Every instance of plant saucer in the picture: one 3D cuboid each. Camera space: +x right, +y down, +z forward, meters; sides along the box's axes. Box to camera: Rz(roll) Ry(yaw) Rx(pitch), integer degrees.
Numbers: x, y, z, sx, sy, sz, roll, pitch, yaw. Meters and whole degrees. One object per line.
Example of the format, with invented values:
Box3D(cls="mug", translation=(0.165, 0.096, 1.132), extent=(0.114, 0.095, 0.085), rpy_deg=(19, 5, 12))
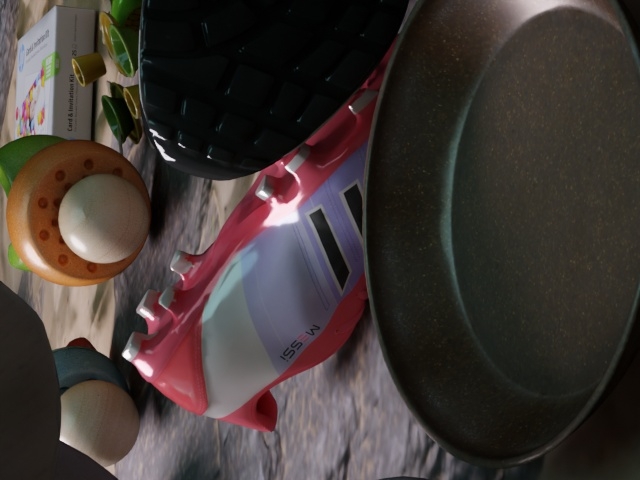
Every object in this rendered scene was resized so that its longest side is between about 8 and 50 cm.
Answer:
Box3D(cls="plant saucer", translation=(0.076, -0.015, 0.619), extent=(0.199, 0.036, 0.198), rpy_deg=(-6, 84, 64))

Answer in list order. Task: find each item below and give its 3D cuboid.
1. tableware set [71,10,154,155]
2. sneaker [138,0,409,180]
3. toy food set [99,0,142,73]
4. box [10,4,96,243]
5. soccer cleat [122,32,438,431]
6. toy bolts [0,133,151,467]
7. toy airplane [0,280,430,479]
Box3D(cls="tableware set", translation=(-0.142, -0.108, 1.146), extent=(0.154, 0.024, 0.104), rpy_deg=(23, 134, 67))
Box3D(cls="sneaker", translation=(-0.010, -0.146, 0.762), extent=(0.124, 0.107, 0.283), rpy_deg=(127, 162, -71))
Box3D(cls="toy food set", translation=(-0.142, -0.185, 1.194), extent=(0.192, 0.039, 0.132), rpy_deg=(-114, 34, -49))
Box3D(cls="box", translation=(-0.225, -0.090, 1.389), extent=(0.145, 0.038, 0.186), rpy_deg=(167, 107, -67))
Box3D(cls="soccer cleat", translation=(0.000, 0.000, 0.785), extent=(0.248, 0.095, 0.083), rpy_deg=(-48, 20, 32))
Box3D(cls="toy bolts", translation=(-0.206, 0.057, 1.135), extent=(0.158, 0.218, 0.228), rpy_deg=(14, 118, 62))
Box3D(cls="toy airplane", translation=(-0.048, 0.162, 0.603), extent=(0.386, 0.272, 0.384), rpy_deg=(49, 155, 15))
